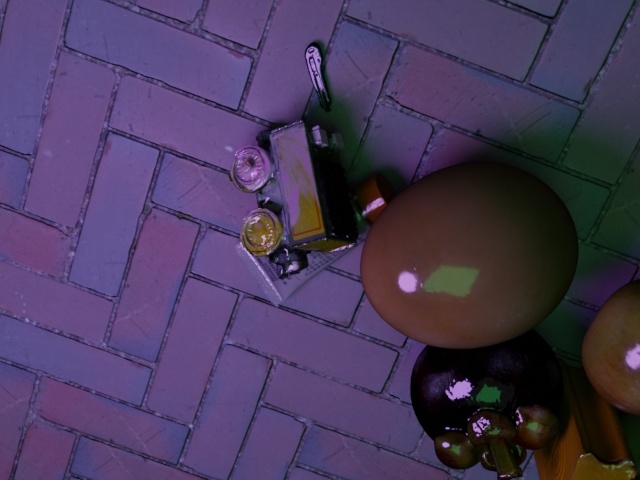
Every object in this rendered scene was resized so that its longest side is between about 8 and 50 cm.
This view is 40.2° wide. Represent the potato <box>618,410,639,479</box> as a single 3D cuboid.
[{"bbox_3d":[0.616,0.394,1.609,0.165,0.165,0.262,-31,134,17],"label":"potato"}]

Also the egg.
[{"bbox_3d":[0.242,0.025,1.424,0.374,0.301,0.301,-17,117,-32],"label":"egg"}]

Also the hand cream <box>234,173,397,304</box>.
[{"bbox_3d":[0.000,0.000,1.576,0.314,0.089,0.140,-29,100,19],"label":"hand cream"}]

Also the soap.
[{"bbox_3d":[0.457,0.376,1.557,0.096,0.324,0.204,11,111,2],"label":"soap"}]

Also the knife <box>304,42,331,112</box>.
[{"bbox_3d":[-0.001,-0.278,1.498,0.031,0.018,0.121,-13,112,13],"label":"knife"}]

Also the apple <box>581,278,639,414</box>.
[{"bbox_3d":[0.564,0.181,1.499,0.194,0.261,0.261,42,115,26],"label":"apple"}]

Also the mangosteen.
[{"bbox_3d":[0.300,0.289,1.547,0.275,0.302,0.275,-5,136,-4],"label":"mangosteen"}]

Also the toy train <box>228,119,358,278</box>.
[{"bbox_3d":[-0.046,-0.073,1.480,0.177,0.134,0.261,-16,79,27],"label":"toy train"}]
